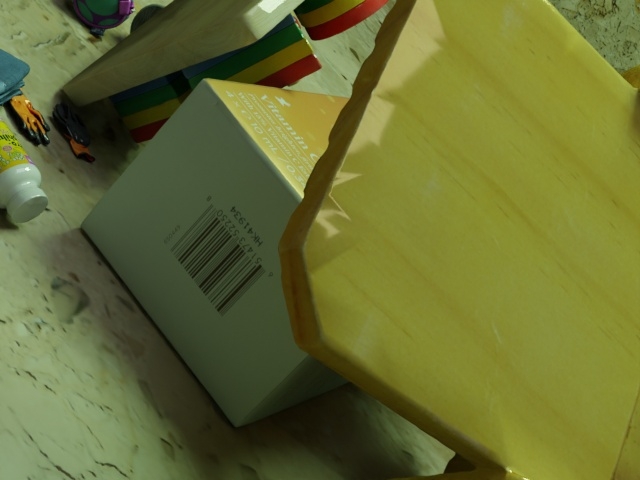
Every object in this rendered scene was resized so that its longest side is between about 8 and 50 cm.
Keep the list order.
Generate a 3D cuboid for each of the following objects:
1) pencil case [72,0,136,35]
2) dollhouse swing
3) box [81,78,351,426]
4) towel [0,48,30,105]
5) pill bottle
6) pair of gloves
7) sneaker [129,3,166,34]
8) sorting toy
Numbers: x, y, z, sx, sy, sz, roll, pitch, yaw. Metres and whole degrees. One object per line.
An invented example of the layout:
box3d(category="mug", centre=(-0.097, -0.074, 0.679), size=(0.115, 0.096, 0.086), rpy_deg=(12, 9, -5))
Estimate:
box3d(category="pencil case", centre=(-0.227, -0.280, 1.233), size=(0.070, 0.064, 0.152), rpy_deg=(23, 26, -8))
box3d(category="dollhouse swing", centre=(0.093, 0.023, 0.809), size=(0.305, 0.315, 0.347), rpy_deg=(30, 67, -13))
box3d(category="box", centre=(0.000, 0.000, 0.982), size=(0.215, 0.168, 0.345), rpy_deg=(50, 22, 15))
box3d(category="towel", centre=(-0.286, -0.129, 0.897), size=(0.067, 0.029, 0.119), rpy_deg=(31, 25, -4))
box3d(category="pill bottle", centre=(-0.238, -0.053, 0.831), size=(0.083, 0.043, 0.043), rpy_deg=(51, 23, 17))
box3d(category="pair of gloves", centre=(-0.235, -0.104, 0.973), size=(0.083, 0.010, 0.074), rpy_deg=(18, 33, -49))
box3d(category="sneaker", centre=(-0.103, -0.175, 1.234), size=(0.222, 0.083, 0.118), rpy_deg=(50, 19, 11))
box3d(category="sorting toy", centre=(-0.065, -0.196, 1.034), size=(0.257, 0.255, 0.089), rpy_deg=(-49, 117, -39))
